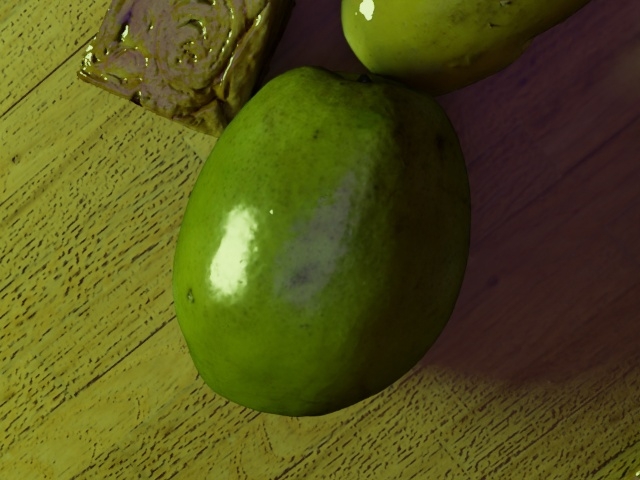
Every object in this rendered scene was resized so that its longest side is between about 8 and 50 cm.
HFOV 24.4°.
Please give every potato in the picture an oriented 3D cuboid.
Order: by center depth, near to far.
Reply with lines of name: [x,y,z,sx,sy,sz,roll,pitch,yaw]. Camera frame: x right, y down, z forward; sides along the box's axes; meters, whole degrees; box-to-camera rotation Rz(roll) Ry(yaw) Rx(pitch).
potato: [0.154,-0.247,1.268,0.300,0.140,0.173,-34,105,15]

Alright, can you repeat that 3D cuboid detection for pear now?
pear: [0.000,0.000,1.269,0.253,0.253,0.307,12,108,1]

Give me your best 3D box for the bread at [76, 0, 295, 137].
bread: [-0.111,-0.186,1.297,0.149,0.143,0.158,20,106,-1]

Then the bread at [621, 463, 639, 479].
bread: [0.432,0.328,1.339,0.358,0.204,0.336,-30,103,7]
